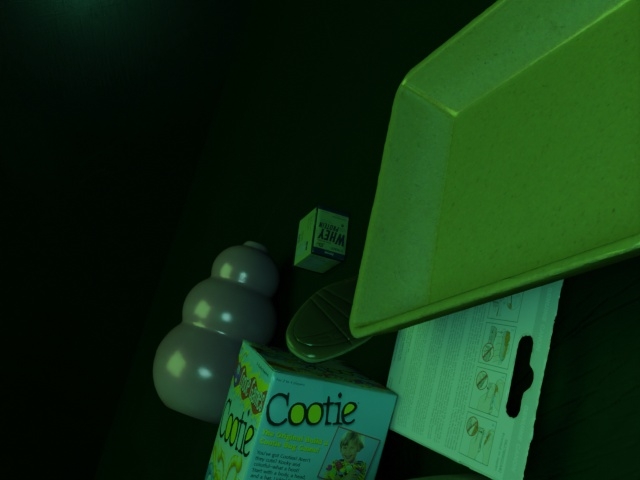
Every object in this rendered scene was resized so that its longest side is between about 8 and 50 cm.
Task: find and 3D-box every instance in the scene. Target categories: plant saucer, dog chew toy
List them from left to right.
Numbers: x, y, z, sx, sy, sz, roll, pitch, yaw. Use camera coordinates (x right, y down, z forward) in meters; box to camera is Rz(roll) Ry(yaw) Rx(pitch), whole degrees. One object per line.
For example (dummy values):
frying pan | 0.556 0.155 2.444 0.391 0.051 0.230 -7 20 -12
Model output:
dog chew toy | -0.172 0.160 1.213 0.206 0.207 0.331 -12 56 67
plant saucer | 0.174 -0.081 0.586 0.333 0.081 0.332 -30 40 53

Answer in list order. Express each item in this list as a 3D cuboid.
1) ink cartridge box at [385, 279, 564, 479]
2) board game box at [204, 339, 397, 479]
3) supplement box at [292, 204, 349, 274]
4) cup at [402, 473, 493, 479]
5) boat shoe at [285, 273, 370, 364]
ink cartridge box | 0.148 0.118 0.634 0.225 0.056 0.181 0 75 63
board game box | -0.041 0.269 0.720 0.142 0.144 0.275 -166 91 -70
supplement box | 0.000 0.000 1.069 0.083 0.056 0.083 -36 43 58
cup | 0.032 0.337 0.504 0.331 0.237 0.331 -51 30 46
boat shoe | 0.047 0.080 0.754 0.080 0.223 0.073 38 141 21
